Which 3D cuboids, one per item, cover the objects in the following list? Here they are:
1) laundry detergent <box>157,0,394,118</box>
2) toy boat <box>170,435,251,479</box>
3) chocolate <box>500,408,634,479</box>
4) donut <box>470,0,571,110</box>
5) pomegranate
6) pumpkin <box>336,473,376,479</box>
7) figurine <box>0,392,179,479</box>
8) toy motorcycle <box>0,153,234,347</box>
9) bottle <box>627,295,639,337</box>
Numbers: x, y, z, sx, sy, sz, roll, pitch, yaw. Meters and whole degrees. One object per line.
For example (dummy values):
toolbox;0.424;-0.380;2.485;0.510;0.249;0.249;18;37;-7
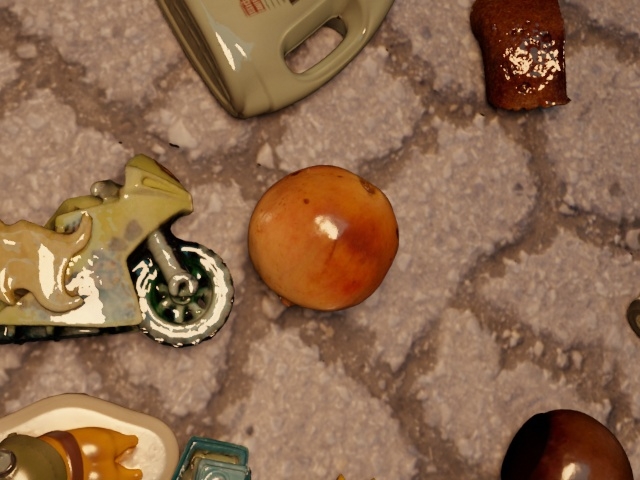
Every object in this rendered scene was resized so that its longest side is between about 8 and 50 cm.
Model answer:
laundry detergent;-0.005;-0.351;1.089;0.398;0.125;0.263;-29;86;-21
toy boat;-0.140;0.353;0.905;0.109;0.098;0.237;17;78;-18
chocolate;0.330;0.310;1.017;0.177;0.177;0.176;3;78;-14
donut;0.296;-0.293;1.153;0.126;0.144;0.186;-10;107;3
pomegranate;0.001;-0.004;0.983;0.191;0.191;0.191;3;78;-14
pumpkin;0.036;0.385;0.967;0.254;0.149;0.130;16;32;-7
figurine;-0.279;0.251;0.874;0.250;0.141;0.166;-8;79;-17
toy motorcycle;-0.308;0.019;0.901;0.411;0.169;0.236;-4;78;-16
bottle;0.576;0.074;1.177;0.254;0.079;0.096;-28;125;-18
